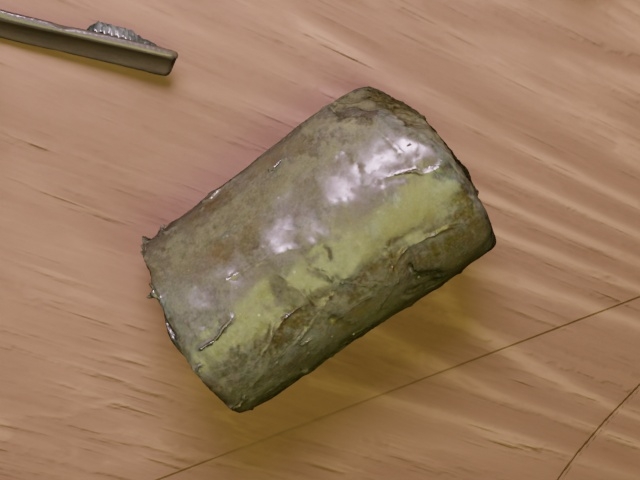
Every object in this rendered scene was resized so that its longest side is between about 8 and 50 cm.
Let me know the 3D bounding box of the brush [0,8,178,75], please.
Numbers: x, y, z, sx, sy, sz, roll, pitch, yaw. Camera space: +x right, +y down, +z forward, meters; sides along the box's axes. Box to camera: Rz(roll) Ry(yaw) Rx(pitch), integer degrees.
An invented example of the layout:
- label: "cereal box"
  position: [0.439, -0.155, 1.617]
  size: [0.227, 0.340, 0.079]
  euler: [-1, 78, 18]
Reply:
- label: "brush"
  position: [-0.215, -0.177, 1.010]
  size: [0.190, 0.028, 0.034]
  euler: [10, 149, -17]

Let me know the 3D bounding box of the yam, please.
- label: "yam"
  position: [0.000, 0.000, 1.080]
  size: [0.300, 0.195, 0.195]
  euler: [-35, 121, 2]
